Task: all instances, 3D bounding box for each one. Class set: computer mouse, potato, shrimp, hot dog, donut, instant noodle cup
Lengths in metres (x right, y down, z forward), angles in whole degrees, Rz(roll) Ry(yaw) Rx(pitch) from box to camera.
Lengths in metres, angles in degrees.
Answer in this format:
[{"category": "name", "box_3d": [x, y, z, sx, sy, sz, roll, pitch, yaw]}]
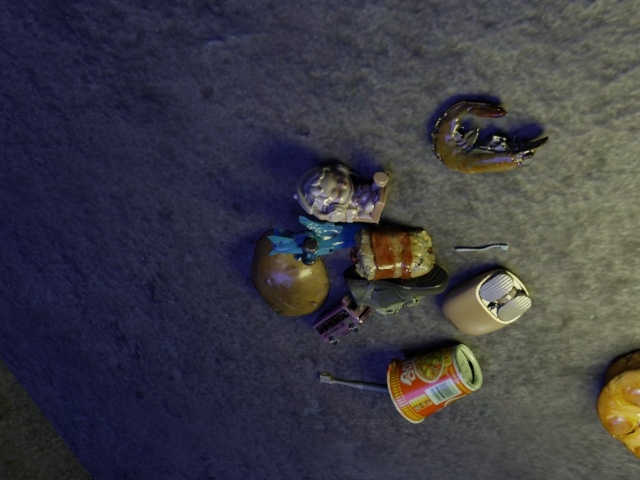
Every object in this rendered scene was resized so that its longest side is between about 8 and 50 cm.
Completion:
[{"category": "computer mouse", "box_3d": [0.409, 0.162, 1.692, 0.145, 0.082, 0.237, 49, 132, -9]}, {"category": "potato", "box_3d": [-0.098, 0.121, 1.932, 0.239, 0.116, 0.298, 6, 126, 21]}, {"category": "shrimp", "box_3d": [0.358, -0.229, 1.464, 0.253, 0.058, 0.173, -9, 109, 35]}, {"category": "hot dog", "box_3d": [0.180, 0.035, 1.689, 0.213, 0.146, 0.103, 5, 157, -5]}, {"category": "donut", "box_3d": [0.827, 0.393, 1.576, 0.317, 0.150, 0.299, 36, 132, 3]}, {"category": "instant noodle cup", "box_3d": [0.319, 0.377, 1.845, 0.212, 0.193, 0.193, -31, 104, 32]}]

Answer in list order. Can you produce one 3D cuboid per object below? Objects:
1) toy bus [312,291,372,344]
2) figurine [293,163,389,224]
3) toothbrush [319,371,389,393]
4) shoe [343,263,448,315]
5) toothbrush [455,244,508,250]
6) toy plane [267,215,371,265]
[{"category": "toy bus", "box_3d": [0.061, 0.224, 1.927, 0.098, 0.087, 0.178, 49, 134, -2]}, {"category": "figurine", "box_3d": [0.047, -0.117, 1.645, 0.237, 0.162, 0.141, 11, 146, 10]}, {"category": "toothbrush", "box_3d": [0.150, 0.450, 2.081, 0.343, 0.025, 0.030, 5, 122, 27]}, {"category": "shoe", "box_3d": [0.208, 0.136, 1.775, 0.293, 0.109, 0.149, 2, 127, 31]}, {"category": "toothbrush", "box_3d": [0.393, 0.019, 1.645, 0.132, 0.011, 0.013, -3, 99, 31]}, {"category": "toy plane", "box_3d": [0.000, 0.000, 1.734, 0.272, 0.104, 0.254, -2, 156, -4]}]
